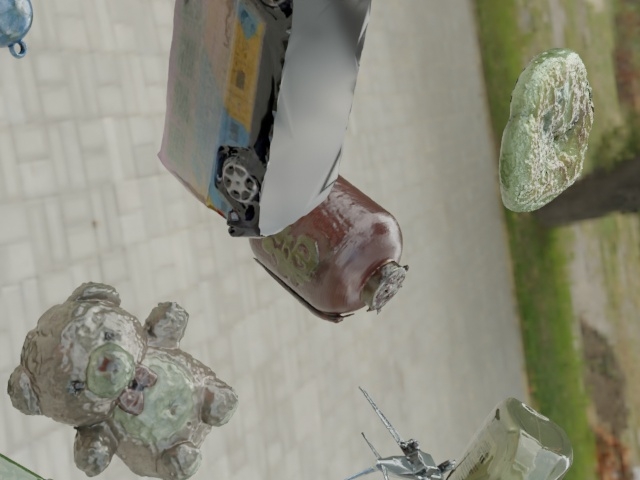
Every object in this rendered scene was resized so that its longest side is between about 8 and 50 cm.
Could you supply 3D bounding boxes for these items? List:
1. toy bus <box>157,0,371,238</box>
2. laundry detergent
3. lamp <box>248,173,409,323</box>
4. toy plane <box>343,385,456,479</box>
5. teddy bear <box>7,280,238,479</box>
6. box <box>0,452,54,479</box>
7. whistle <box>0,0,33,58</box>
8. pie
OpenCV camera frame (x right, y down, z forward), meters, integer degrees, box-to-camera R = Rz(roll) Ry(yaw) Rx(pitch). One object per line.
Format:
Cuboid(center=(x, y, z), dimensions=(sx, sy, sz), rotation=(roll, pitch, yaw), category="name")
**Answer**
Cuboid(center=(-0.061, -0.205, 1.368), dimensions=(0.171, 0.162, 0.386), rotation=(-34, 146, -44), category="toy bus")
Cuboid(center=(0.151, 0.288, 1.352), dimensions=(0.253, 0.091, 0.181), rotation=(-58, 180, 9), category="laundry detergent")
Cuboid(center=(0.000, 0.000, 1.856), dimensions=(0.180, 0.258, 0.180), rotation=(-39, 151, -27), category="lamp")
Cuboid(center=(0.111, 0.283, 1.667), dimensions=(0.226, 0.058, 0.226), rotation=(14, 44, -55), category="toy plane")
Cuboid(center=(-0.239, 0.178, 1.660), dimensions=(0.267, 0.151, 0.236), rotation=(45, 67, -31), category="teddy bear")
Cuboid(center=(-0.377, 0.302, 1.319), dimensions=(0.178, 0.253, 0.328), rotation=(-60, -174, -30), category="box")
Cuboid(center=(-0.394, -0.287, 1.607), dimensions=(0.158, 0.090, 0.090), rotation=(64, 22, -23), category="whistle")
Cuboid(center=(0.300, -0.140, 1.788), dimensions=(0.240, 0.054, 0.240), rotation=(-33, 131, -49), category="pie")
